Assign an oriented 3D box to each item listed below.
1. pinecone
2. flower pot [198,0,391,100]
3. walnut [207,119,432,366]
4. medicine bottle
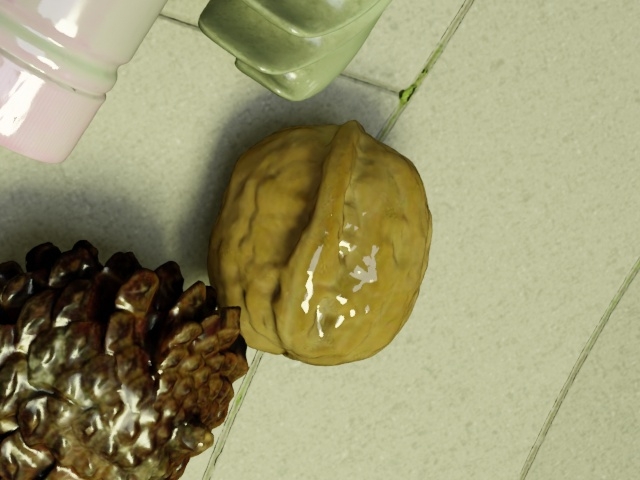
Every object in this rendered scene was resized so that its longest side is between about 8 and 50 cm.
[{"bbox_3d":[-0.236,0.139,1.682,0.295,0.242,0.298,26,95,-4],"label":"pinecone"},{"bbox_3d":[0.029,-0.306,1.622,0.164,0.254,0.368,35,97,11],"label":"flower pot"},{"bbox_3d":[0.000,0.000,1.750,0.224,0.257,0.257,15,105,6],"label":"walnut"},{"bbox_3d":[-0.237,-0.252,1.558,0.202,0.202,0.316,30,99,-29],"label":"medicine bottle"}]
